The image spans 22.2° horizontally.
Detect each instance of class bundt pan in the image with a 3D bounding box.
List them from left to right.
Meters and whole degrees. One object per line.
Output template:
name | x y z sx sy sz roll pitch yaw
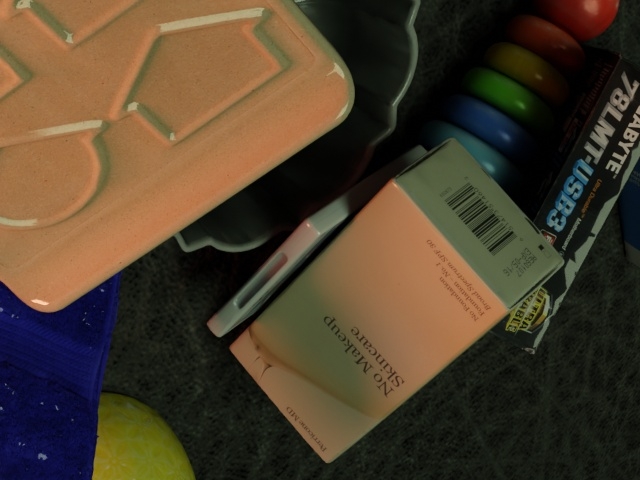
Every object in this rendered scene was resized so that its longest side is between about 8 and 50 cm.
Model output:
bundt pan | -0.076 -0.160 1.420 0.331 0.124 0.330 -21 129 -29

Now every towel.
towel | -0.247 0.072 1.335 0.228 0.076 0.308 35 51 -51

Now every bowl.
bowl | -0.222 0.309 1.577 0.289 0.156 0.289 -21 128 -29

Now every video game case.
video game case | 0.000 0.000 1.545 0.201 0.023 0.183 -35 172 -49

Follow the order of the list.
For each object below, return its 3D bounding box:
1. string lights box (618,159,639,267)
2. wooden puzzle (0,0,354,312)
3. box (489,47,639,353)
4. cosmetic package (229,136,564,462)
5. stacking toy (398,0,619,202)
string lights box | 0.415 -0.089 1.905 0.133 0.077 0.259 -33 133 -17
wooden puzzle | -0.193 -0.136 1.172 0.322 0.080 0.348 -33 131 12
box | 0.250 -0.052 1.670 0.073 0.295 0.293 26 99 0
cosmetic package | 0.064 0.062 1.530 0.113 0.160 0.309 -35 171 -46
stacking toy | 0.199 -0.143 1.663 0.330 0.141 0.141 -56 136 -3
